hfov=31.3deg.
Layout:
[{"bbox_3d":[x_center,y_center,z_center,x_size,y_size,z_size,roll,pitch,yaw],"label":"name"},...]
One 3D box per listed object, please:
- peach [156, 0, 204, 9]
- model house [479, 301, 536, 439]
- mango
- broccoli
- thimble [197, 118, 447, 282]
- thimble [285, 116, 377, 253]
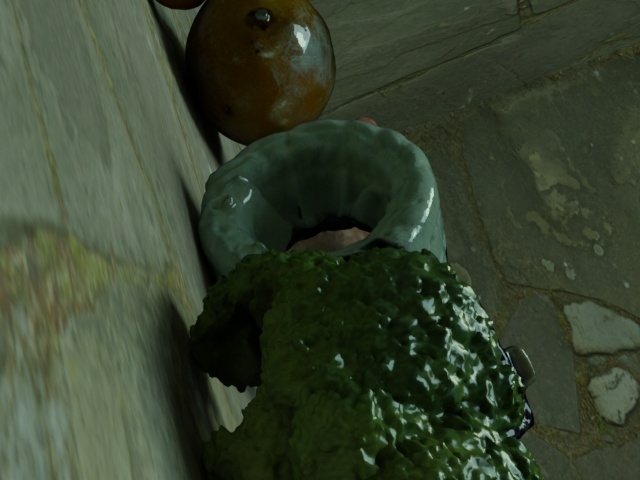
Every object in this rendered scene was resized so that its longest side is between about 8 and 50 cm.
[{"bbox_3d":[-0.180,-0.342,1.420,0.101,0.100,0.101,-20,90,-88],"label":"peach"},{"bbox_3d":[0.122,0.186,1.455,0.298,0.284,0.243,-78,147,-85],"label":"model house"},{"bbox_3d":[-0.085,-0.229,1.542,0.384,0.199,0.221,130,-55,-75],"label":"mango"},{"bbox_3d":[-0.009,0.124,0.742,0.302,0.186,0.254,-32,-101,48],"label":"broccoli"},{"bbox_3d":[0.000,0.000,1.070,0.150,0.237,0.237,73,-1,-47],"label":"thimble"},{"bbox_3d":[0.000,-0.067,1.590,0.239,0.239,0.162,-101,167,-81],"label":"thimble"}]
